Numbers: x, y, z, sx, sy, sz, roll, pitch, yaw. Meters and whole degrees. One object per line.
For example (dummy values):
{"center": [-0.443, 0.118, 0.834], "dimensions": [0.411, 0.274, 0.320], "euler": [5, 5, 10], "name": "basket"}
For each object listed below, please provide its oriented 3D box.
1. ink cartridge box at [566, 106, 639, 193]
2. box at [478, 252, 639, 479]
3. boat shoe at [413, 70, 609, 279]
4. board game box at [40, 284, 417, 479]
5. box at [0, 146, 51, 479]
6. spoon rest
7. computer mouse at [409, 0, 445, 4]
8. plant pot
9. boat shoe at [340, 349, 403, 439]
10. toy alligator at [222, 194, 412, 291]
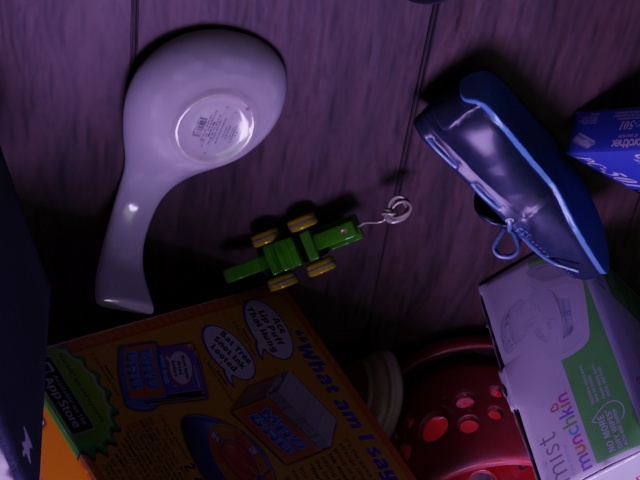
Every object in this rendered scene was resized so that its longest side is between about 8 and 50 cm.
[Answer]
{"center": [0.331, -0.064, 1.501], "dimensions": [0.207, 0.046, 0.097], "euler": [24, 166, -35], "name": "ink cartridge box"}
{"center": [0.288, 0.166, 1.632], "dimensions": [0.127, 0.262, 0.231], "euler": [-30, 137, 20], "name": "box"}
{"center": [0.176, -0.055, 1.484], "dimensions": [0.089, 0.109, 0.258], "euler": [-24, 123, 25], "name": "boat shoe"}
{"center": [-0.148, 0.306, 1.510], "dimensions": [0.356, 0.356, 0.356], "euler": [-14, 154, -51], "name": "board game box"}
{"center": [-0.473, -0.024, 1.088], "dimensions": [0.472, 0.297, 0.479], "euler": [-12, 123, 1], "name": "box"}
{"center": [-0.126, -0.067, 1.404], "dimensions": [0.137, 0.084, 0.276], "euler": [13, 121, -30], "name": "spoon rest"}
{"center": [0.059, -0.276, 1.226], "dimensions": [0.071, 0.041, 0.242], "euler": [-16, 134, 6], "name": "computer mouse"}
{"center": [0.157, 0.211, 1.718], "dimensions": [0.191, 0.174, 0.191], "euler": [-8, 140, -6], "name": "plant pot"}
{"center": [-0.011, 0.211, 1.730], "dimensions": [0.089, 0.104, 0.285], "euler": [11, 136, -30], "name": "boat shoe"}
{"center": [0.000, 0.000, 1.527], "dimensions": [0.190, 0.056, 0.051], "euler": [-22, -178, 9], "name": "toy alligator"}
